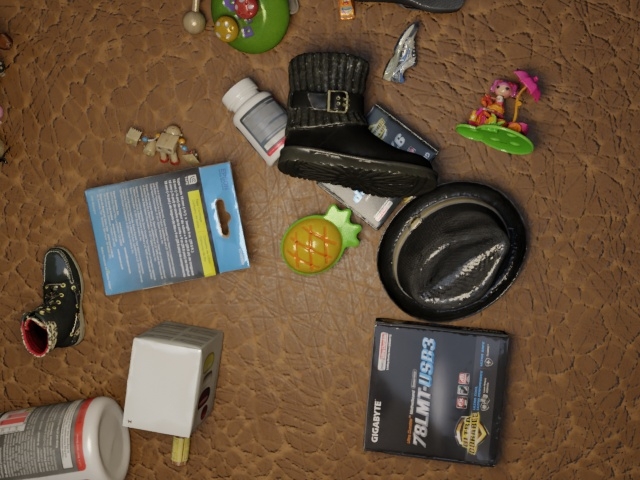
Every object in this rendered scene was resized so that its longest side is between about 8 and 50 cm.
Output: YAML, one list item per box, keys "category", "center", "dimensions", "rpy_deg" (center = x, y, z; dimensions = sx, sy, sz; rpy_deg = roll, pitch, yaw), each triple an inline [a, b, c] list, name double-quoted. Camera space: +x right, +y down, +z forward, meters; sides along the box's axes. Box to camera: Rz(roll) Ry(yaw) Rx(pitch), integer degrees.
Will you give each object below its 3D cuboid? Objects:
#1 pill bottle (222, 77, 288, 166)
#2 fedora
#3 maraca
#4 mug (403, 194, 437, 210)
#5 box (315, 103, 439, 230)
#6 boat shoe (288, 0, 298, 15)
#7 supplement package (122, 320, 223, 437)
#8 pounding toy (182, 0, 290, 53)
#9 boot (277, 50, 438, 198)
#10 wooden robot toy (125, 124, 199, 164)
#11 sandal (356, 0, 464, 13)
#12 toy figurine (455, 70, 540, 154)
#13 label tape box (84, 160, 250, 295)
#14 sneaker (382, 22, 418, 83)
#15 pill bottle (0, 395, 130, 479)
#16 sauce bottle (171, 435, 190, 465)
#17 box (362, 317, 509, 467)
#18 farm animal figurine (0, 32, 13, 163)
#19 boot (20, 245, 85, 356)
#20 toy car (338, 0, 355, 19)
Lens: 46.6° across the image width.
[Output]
- category: "pill bottle"
  center: [-0.127, -0.261, 1.618]
  dimensions: [0.108, 0.108, 0.180]
  rpy_deg: [-40, 89, 7]
- category: "fedora"
  center: [0.284, 0.042, 1.549]
  dimensions: [0.333, 0.152, 0.334]
  rpy_deg: [0, 106, 0]
- category: "maraca"
  center: [0.000, 0.000, 1.625]
  dimensions: [0.185, 0.099, 0.127]
  rpy_deg: [-32, 100, 10]
- category: "mug"
  center: [0.222, -0.086, 1.626]
  dimensions: [0.064, 0.078, 0.062]
  rpy_deg: [37, 52, -6]
- category: "box"
  center: [0.123, -0.159, 1.627]
  dimensions: [0.175, 0.051, 0.220]
  rpy_deg: [39, 96, 4]
- category: "boat shoe"
  center: [-0.134, -0.564, 1.635]
  dimensions: [0.206, 0.075, 0.065]
  rpy_deg: [44, 140, -4]
- category: "supplement package"
  center: [-0.316, 0.297, 1.626]
  dimensions: [0.149, 0.203, 0.194]
  rpy_deg: [9, 95, 5]
- category: "pounding toy"
  center: [-0.192, -0.487, 1.578]
  dimensions: [0.236, 0.110, 0.183]
  rpy_deg: [20, 122, 10]
- category: "boot"
  center: [0.087, -0.244, 1.539]
  dimensions: [0.347, 0.131, 0.260]
  rpy_deg: [12, 72, -7]
- category: "wooden robot toy"
  center: [-0.346, -0.225, 1.677]
  dimensions: [0.173, 0.076, 0.079]
  rpy_deg: [14, 60, 5]
- category: "sandal"
  center: [0.183, -0.540, 1.599]
  dimensions: [0.254, 0.054, 0.097]
  rpy_deg: [11, 78, 5]
- category: "toy figurine"
  center: [0.395, -0.287, 1.580]
  dimensions: [0.173, 0.130, 0.159]
  rpy_deg: [17, 81, 29]
- category: "label tape box"
  center: [-0.329, -0.027, 1.654]
  dimensions: [0.333, 0.106, 0.241]
  rpy_deg: [-10, 92, 6]
- category: "sneaker"
  center: [0.186, -0.403, 1.613]
  dimensions: [0.058, 0.052, 0.135]
  rpy_deg: [24, 103, -6]
- category: "pill bottle"
  center: [-0.633, 0.478, 1.666]
  dimensions: [0.362, 0.210, 0.210]
  rpy_deg: [-10, 93, 6]
- category: "sauce bottle"
  center: [-0.320, 0.454, 1.717]
  dimensions: [0.042, 0.042, 0.128]
  rpy_deg: [9, 93, 5]
- category: "box"
  center: [0.251, 0.331, 1.638]
  dimensions: [0.293, 0.073, 0.296]
  rpy_deg: [6, 94, 4]
- category: "farm animal figurine"
  center: [-0.800, -0.353, 1.662]
  dimensions: [0.326, 0.172, 0.331]
  rpy_deg: [14, 103, 17]
- category: "boot"
  center: [-0.599, 0.136, 1.655]
  dimensions: [0.085, 0.178, 0.237]
  rpy_deg: [-6, 94, 6]
- category: "toy car"
  center: [0.019, -0.522, 1.621]
  dimensions: [0.121, 0.040, 0.060]
  rpy_deg: [12, 95, 4]
